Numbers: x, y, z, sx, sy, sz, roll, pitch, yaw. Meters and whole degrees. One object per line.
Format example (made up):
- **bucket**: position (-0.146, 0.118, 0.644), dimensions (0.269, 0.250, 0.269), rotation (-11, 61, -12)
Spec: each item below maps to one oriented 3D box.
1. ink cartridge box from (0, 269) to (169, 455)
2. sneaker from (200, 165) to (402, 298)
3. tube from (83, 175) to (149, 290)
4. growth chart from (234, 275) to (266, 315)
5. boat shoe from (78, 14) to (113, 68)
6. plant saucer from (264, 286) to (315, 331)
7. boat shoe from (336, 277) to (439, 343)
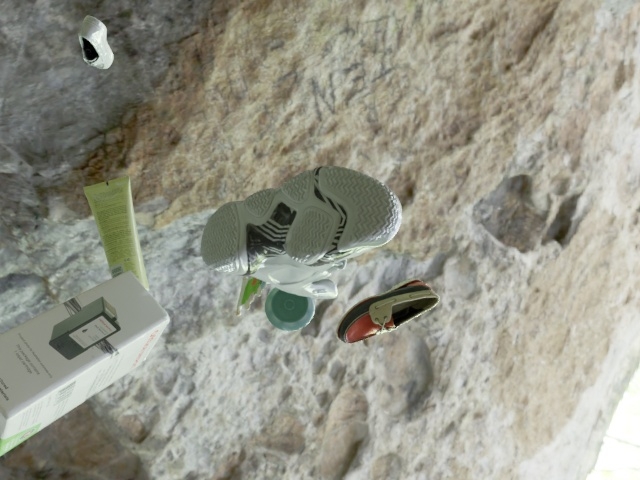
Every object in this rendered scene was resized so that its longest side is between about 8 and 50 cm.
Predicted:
- **ink cartridge box**: position (-0.404, 0.190, 0.846), dimensions (0.115, 0.198, 0.273), rotation (49, -137, 8)
- **sneaker**: position (0.000, 0.000, 0.820), dimensions (0.210, 0.366, 0.137), rotation (24, -116, -45)
- **tube**: position (-0.393, -0.007, 1.039), dimensions (0.070, 0.062, 0.240), rotation (-7, -105, -47)
- **growth chart**: position (-0.137, 0.071, 1.315), dimensions (0.021, 0.172, 0.237), rotation (34, -71, -19)
- **boat shoe**: position (-0.519, -0.436, 1.213), dimensions (0.066, 0.184, 0.063), rotation (28, -108, -16)
- **plant saucer**: position (-0.072, 0.152, 1.243), dimensions (0.119, 0.119, 0.021), rotation (-57, -11, -18)
- **boat shoe**: position (0.084, 0.092, 0.661), dimensions (0.137, 0.043, 0.049), rotation (-26, -55, -16)
